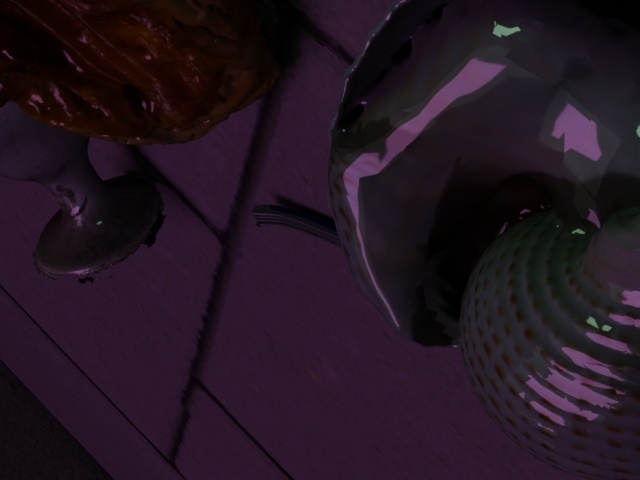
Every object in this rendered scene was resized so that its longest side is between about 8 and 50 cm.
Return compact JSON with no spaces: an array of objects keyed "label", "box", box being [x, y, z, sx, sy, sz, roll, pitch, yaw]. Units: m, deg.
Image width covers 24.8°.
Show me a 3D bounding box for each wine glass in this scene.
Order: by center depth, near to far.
[{"label":"wine glass","box":[-0.313,-0.133,1.565,0.190,0.190,0.357,23,151,46]}]

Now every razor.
[{"label":"razor","box":[0.003,-0.002,1.383,0.191,0.037,0.068,27,154,45]}]

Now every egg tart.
[{"label":"egg tart","box":[-0.193,-0.206,1.166,0.351,0.153,0.339,11,161,-7]}]

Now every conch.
[{"label":"conch","box":[0.168,-0.032,0.825,0.303,0.215,0.319,40,132,16]}]
